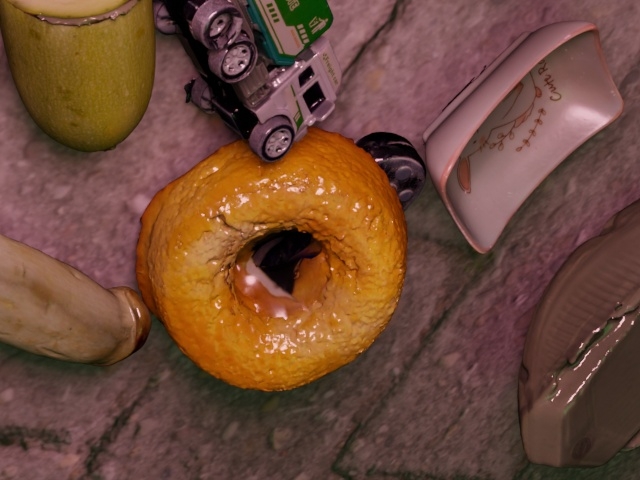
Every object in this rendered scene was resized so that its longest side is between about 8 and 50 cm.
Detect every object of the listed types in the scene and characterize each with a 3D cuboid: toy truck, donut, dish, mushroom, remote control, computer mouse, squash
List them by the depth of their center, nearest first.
[{"bbox_3d":[-0.176,-0.143,1.239,0.123,0.123,0.186,-23,143,-17],"label":"squash"},{"bbox_3d":[-0.065,-0.179,1.293,0.124,0.114,0.253,-42,143,-10],"label":"toy truck"},{"bbox_3d":[-0.269,0.042,1.379,0.100,0.081,0.312,-31,144,25],"label":"mushroom"},{"bbox_3d":[-0.039,0.020,1.467,0.254,0.118,0.253,-2,118,-4],"label":"donut"},{"bbox_3d":[0.180,-0.110,1.551,0.212,0.077,0.151,-46,144,-9],"label":"dish"},{"bbox_3d":[0.000,0.000,1.571,0.090,0.066,0.266,24,118,-32],"label":"remote control"},{"bbox_3d":[0.356,0.073,1.846,0.429,0.145,0.228,-46,135,-7],"label":"computer mouse"}]
